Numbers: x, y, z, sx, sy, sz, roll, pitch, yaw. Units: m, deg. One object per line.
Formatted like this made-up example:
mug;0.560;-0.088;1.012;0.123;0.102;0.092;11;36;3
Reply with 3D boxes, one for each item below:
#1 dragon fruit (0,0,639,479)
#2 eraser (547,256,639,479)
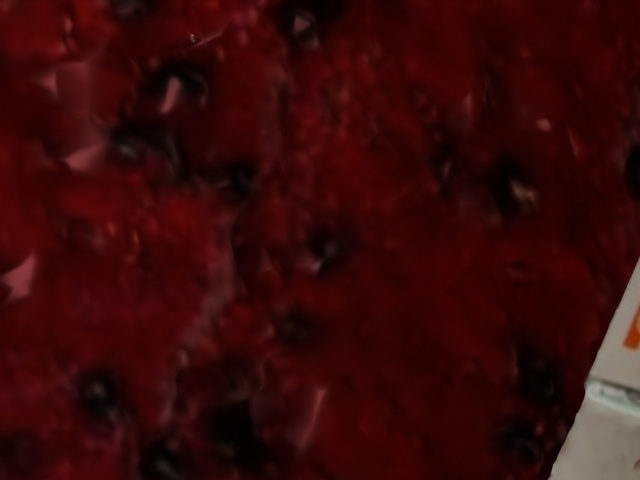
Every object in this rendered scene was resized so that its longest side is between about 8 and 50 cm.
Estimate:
dragon fruit;-0.004;0.001;0.460;0.329;0.228;0.286;-37;101;-21
eraser;0.138;0.014;0.384;0.038;0.157;0.230;16;76;41
